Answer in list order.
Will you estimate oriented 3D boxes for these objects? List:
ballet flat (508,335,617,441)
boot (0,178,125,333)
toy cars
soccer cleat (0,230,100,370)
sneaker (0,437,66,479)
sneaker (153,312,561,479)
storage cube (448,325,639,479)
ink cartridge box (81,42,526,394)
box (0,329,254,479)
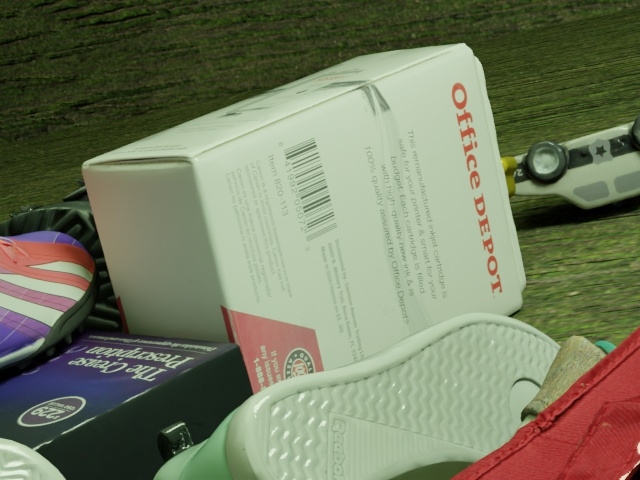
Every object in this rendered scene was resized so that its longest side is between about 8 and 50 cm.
[{"bbox_3d":[0.127,0.121,0.647,0.106,0.107,0.316,-27,13,-3],"label":"ballet flat"},{"bbox_3d":[-0.138,-0.009,1.436,0.367,0.146,0.445,-3,13,35],"label":"boot"},{"bbox_3d":[0.164,-0.033,1.290,0.393,0.087,0.176,-16,1,-27],"label":"toy cars"},{"bbox_3d":[-0.232,0.035,0.918,0.108,0.116,0.318,-10,15,24],"label":"soccer cleat"},{"bbox_3d":[-0.215,0.226,0.622,0.292,0.108,0.169,-52,4,-39],"label":"sneaker"},{"bbox_3d":[0.024,0.111,0.824,0.256,0.094,0.151,-4,-20,-39],"label":"sneaker"},{"bbox_3d":[0.134,0.139,0.332,0.193,0.215,0.183,5,22,39],"label":"storage cube"},{"bbox_3d":[0.000,0.000,1.052,0.117,0.207,0.283,1,20,44],"label":"ink cartridge box"},{"bbox_3d":[-0.183,0.133,0.942,0.184,0.103,0.261,-29,19,-38],"label":"box"}]
